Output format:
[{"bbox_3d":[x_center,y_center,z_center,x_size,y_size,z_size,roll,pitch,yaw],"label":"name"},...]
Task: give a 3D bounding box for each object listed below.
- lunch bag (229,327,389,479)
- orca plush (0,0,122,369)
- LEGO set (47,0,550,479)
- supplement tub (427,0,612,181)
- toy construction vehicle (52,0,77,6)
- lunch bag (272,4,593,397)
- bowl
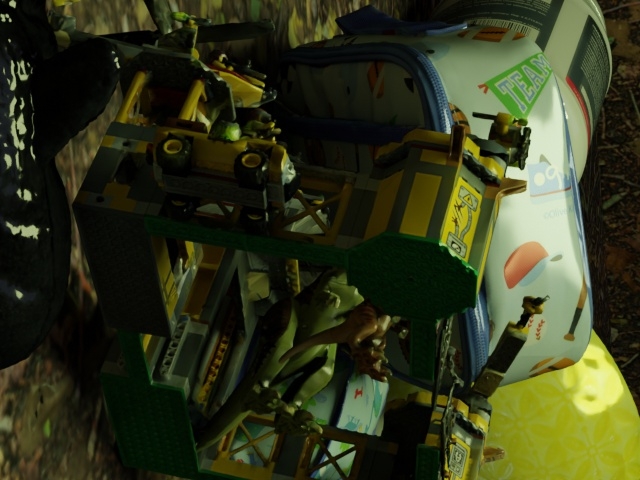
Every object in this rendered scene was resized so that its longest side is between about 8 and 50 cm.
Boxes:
[{"bbox_3d":[-0.016,0.149,1.065,0.129,0.096,0.151,46,62,-70],"label":"lunch bag"},{"bbox_3d":[-0.124,-0.083,0.668,0.151,0.102,0.287,25,67,-71],"label":"orca plush"},{"bbox_3d":[0.000,0.000,0.836,0.331,0.255,0.192,74,27,-48],"label":"LEGO set"},{"bbox_3d":[0.173,-0.144,1.473,0.272,0.191,0.191,-60,147,-56],"label":"supplement tub"},{"bbox_3d":[-0.102,-0.164,0.751,0.035,0.086,0.098,90,-16,-67],"label":"toy construction vehicle"},{"bbox_3d":[0.060,-0.034,1.030,0.303,0.115,0.243,-163,-121,-68],"label":"lunch bag"},{"bbox_3d":[0.100,0.157,1.233,0.156,0.289,0.289,-32,129,-30],"label":"bowl"}]
